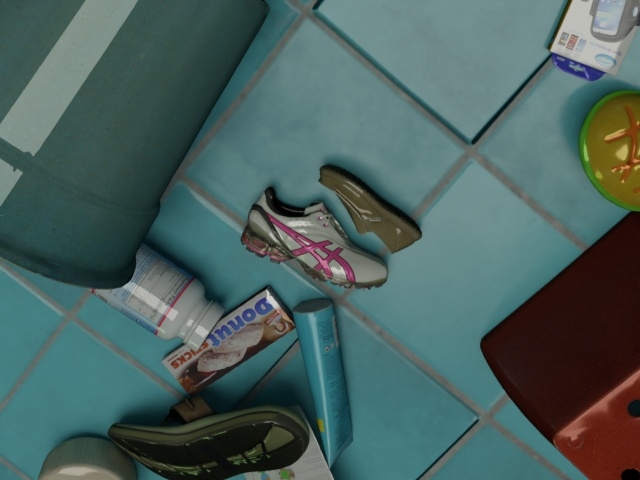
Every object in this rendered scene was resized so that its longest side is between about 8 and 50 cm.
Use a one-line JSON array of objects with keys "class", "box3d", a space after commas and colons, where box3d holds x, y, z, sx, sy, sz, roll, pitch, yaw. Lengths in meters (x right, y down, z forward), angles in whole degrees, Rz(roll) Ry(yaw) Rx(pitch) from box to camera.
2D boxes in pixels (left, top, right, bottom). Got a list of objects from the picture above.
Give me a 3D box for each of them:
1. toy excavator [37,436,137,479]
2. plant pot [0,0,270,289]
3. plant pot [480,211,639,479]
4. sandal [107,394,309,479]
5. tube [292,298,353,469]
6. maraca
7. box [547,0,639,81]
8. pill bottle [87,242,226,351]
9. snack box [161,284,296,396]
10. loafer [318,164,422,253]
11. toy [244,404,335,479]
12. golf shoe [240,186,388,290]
[{"class": "toy excavator", "box3d": [-0.459, 0.494, 1.284, 0.445, 0.222, 0.432, -6, 107, -6]}, {"class": "plant pot", "box3d": [-0.248, -0.185, 0.970, 0.341, 0.341, 0.334, 35, 100, -6]}, {"class": "plant pot", "box3d": [0.371, 0.170, 1.048, 0.267, 0.235, 0.267, 44, 107, -9]}, {"class": "sandal", "box3d": [-0.139, 0.247, 1.198, 0.303, 0.086, 0.120, -13, 131, 28]}, {"class": "tube", "box3d": [0.010, 0.179, 1.179, 0.052, 0.080, 0.207, -3, 105, 31]}, {"class": "maraca", "box3d": [0.365, -0.088, 1.037, 0.186, 0.099, 0.127, 34, 86, -17]}, {"class": "box", "box3d": [0.310, -0.245, 1.029, 0.081, 0.028, 0.136, 20, 107, -1]}, {"class": "pill bottle", "box3d": [-0.201, 0.067, 1.149, 0.160, 0.087, 0.087, 34, 108, -1]}, {"class": "snack box", "box3d": [-0.118, 0.131, 1.200, 0.178, 0.022, 0.064, -35, 100, 16]}, {"class": "loafer", "box3d": [0.053, -0.035, 1.110, 0.148, 0.056, 0.050, 37, 102, -6]}, {"class": "toy", "box3d": [-0.022, 0.328, 1.230, 0.137, 0.056, 0.237, -22, 97, 34]}, {"class": "golf shoe", "box3d": [0.000, 0.000, 1.121, 0.186, 0.067, 0.086, 21, 107, -1]}]
